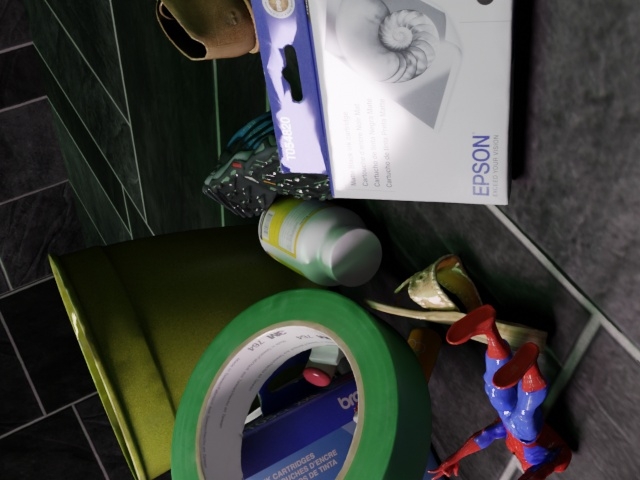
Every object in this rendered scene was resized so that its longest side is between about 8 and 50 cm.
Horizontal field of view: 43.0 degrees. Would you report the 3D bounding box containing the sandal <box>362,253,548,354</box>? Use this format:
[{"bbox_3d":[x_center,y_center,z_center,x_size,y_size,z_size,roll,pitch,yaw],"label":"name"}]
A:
[{"bbox_3d":[0.144,0.055,0.856,0.240,0.088,0.079,12,90,54],"label":"sandal"}]

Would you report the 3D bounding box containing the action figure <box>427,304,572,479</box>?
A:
[{"bbox_3d":[0.160,0.187,0.771,0.091,0.139,0.280,48,176,41],"label":"action figure"}]

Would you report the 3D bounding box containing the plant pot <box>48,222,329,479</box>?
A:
[{"bbox_3d":[-0.177,0.133,1.243,0.366,0.353,0.366,52,154,39],"label":"plant pot"}]

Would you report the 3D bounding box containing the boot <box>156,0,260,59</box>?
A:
[{"bbox_3d":[-0.186,-0.360,1.102,0.305,0.115,0.112,56,158,27],"label":"boot"}]

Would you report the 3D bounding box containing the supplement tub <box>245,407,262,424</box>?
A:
[{"bbox_3d":[-0.082,0.404,1.529,0.272,0.191,0.191,64,158,5],"label":"supplement tub"}]

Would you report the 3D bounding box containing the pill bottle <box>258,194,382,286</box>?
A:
[{"bbox_3d":[0.000,0.000,1.054,0.184,0.103,0.103,26,135,58],"label":"pill bottle"}]

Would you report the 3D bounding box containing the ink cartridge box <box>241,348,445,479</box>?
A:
[{"bbox_3d":[0.021,0.348,1.133,0.395,0.270,0.151,63,156,6],"label":"ink cartridge box"}]

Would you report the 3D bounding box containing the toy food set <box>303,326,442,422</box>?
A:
[{"bbox_3d":[0.040,0.168,1.028,0.232,0.104,0.111,4,142,30],"label":"toy food set"}]

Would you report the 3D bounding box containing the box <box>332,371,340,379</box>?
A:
[{"bbox_3d":[0.042,0.268,1.340,0.067,0.018,0.083,41,147,47],"label":"box"}]

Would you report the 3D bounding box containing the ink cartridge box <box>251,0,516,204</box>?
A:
[{"bbox_3d":[0.051,-0.132,0.690,0.224,0.045,0.223,3,130,16],"label":"ink cartridge box"}]

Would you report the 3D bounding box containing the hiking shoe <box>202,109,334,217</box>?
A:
[{"bbox_3d":[-0.040,-0.121,1.012,0.113,0.132,0.304,32,155,-34],"label":"hiking shoe"}]

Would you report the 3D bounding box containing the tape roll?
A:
[{"bbox_3d":[-0.030,0.215,0.928,0.077,0.321,0.321,35,-174,-46],"label":"tape roll"}]
